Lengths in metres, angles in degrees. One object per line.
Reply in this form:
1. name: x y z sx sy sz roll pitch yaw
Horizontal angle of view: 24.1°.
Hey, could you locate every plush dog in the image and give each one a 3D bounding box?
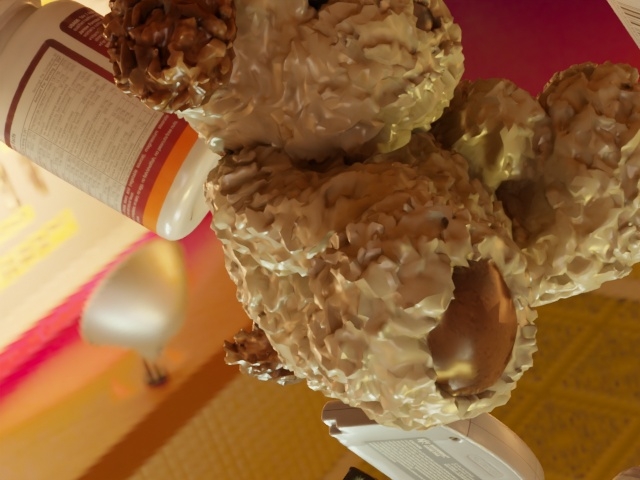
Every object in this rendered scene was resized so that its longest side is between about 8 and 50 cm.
1. plush dog: 0.009 -0.052 0.666 0.210 0.225 0.262 -13 -168 40

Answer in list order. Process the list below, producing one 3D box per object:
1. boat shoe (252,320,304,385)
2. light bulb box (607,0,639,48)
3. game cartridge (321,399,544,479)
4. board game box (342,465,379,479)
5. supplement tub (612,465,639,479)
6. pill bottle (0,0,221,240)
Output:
1. boat shoe: 0.000 0.000 1.582 0.116 0.097 0.324 15 -125 -2
2. light bulb box: 0.420 -0.234 1.114 0.361 0.358 0.225 -39 -157 1
3. game cartridge: 0.162 0.275 1.957 0.198 0.297 0.062 -13 -127 32
4. board game box: 0.039 0.364 1.708 0.126 0.026 0.186 26 -103 31
5. supplement tub: 0.283 0.223 1.007 0.190 0.117 0.117 6 -143 41
6. pill bottle: -0.170 -0.103 1.113 0.221 0.121 0.121 30 -137 6
